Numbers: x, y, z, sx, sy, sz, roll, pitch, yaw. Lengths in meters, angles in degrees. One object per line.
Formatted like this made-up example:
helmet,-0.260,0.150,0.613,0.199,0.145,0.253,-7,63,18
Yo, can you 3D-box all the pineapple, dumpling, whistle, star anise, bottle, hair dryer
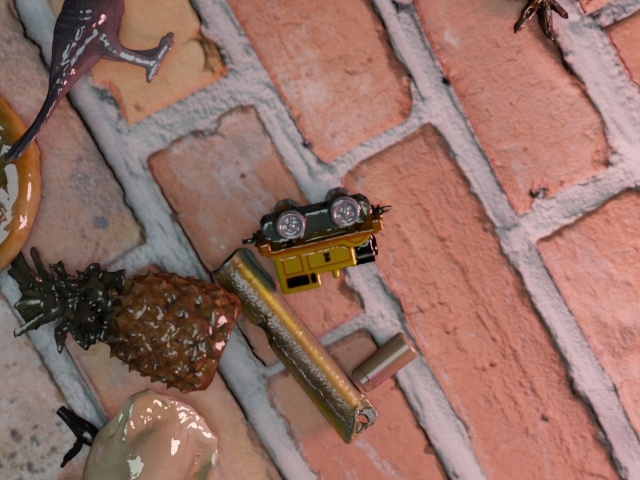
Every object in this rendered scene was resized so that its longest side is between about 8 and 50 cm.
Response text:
pineapple,-0.288,0.094,1.720,0.340,0.169,0.169,19,94,2
dumpling,-0.244,0.332,1.759,0.179,0.131,0.252,15,104,-35
whistle,-0.034,0.151,1.781,0.068,0.057,0.326,-39,97,-9
star anise,0.315,-0.358,1.764,0.141,0.042,0.141,0,98,-2
bottle,0.093,0.178,1.800,0.096,0.045,0.045,-38,96,3
hair dryer,-0.364,0.291,1.792,0.079,0.031,0.083,37,100,5

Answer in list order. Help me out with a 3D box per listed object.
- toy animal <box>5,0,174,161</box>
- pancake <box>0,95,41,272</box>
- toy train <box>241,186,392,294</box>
toy animal,-0.306,-0.272,1.706,0.205,0.081,0.367,9,85,-10
pancake,-0.580,-0.073,1.713,0.387,0.082,0.387,0,89,-2
toy train,0.000,0.000,1.758,0.219,0.089,0.127,-13,106,-3
